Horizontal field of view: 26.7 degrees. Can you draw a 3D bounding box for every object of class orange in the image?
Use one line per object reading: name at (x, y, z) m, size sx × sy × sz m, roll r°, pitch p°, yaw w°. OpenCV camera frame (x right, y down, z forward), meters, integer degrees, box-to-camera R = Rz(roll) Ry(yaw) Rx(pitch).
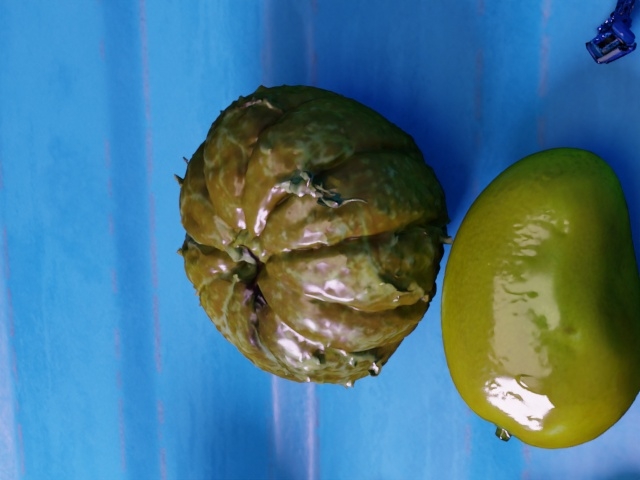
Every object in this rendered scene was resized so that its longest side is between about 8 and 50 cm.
orange at (0.000, 0.000, 1.322) m, size 0.300 × 0.223 × 0.301 m, roll 25°, pitch 120°, yaw 43°

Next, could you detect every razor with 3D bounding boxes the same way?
razor at (0.223, -0.316, 1.169) m, size 0.056 × 0.093 × 0.324 m, roll -18°, pitch 90°, yaw -2°

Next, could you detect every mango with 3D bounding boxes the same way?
mango at (0.200, 0.056, 1.230) m, size 0.185 × 0.149 × 0.273 m, roll -9°, pitch 96°, yaw 18°
